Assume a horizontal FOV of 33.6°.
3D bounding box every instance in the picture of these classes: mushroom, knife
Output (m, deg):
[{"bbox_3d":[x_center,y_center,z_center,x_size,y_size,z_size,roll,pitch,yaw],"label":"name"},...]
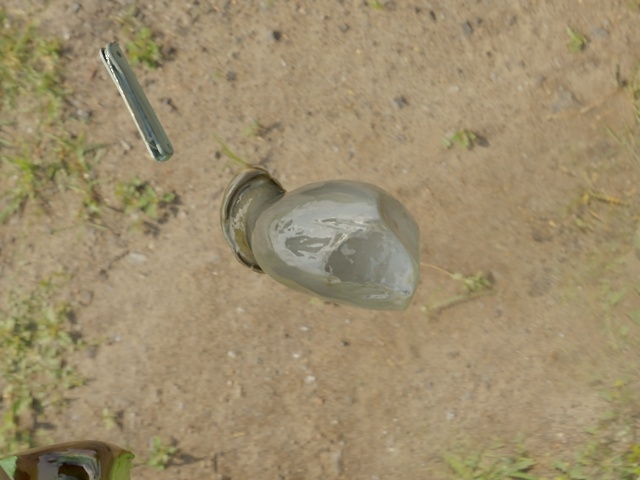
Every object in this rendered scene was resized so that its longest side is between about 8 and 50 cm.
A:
[{"bbox_3d":[0.001,-0.001,0.784,0.212,0.097,0.088,7,74,55],"label":"mushroom"},{"bbox_3d":[-0.224,-0.167,1.282,0.023,0.044,0.162,-31,83,22],"label":"knife"}]

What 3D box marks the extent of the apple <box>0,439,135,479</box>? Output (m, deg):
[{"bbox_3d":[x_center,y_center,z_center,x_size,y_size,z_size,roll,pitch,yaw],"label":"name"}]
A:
[{"bbox_3d":[-0.260,0.381,1.108,0.374,0.384,0.374,33,135,41],"label":"apple"}]
